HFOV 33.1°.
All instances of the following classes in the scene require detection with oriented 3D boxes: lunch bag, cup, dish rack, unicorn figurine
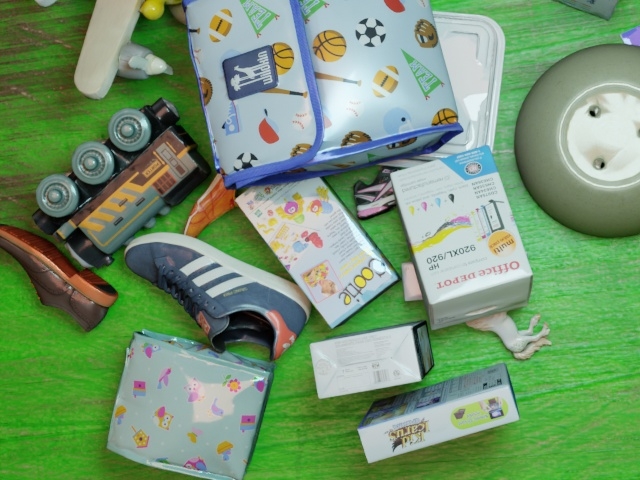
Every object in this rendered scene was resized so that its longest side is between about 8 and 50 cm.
[{"bbox_3d":[-0.232,0.289,1.886,0.262,0.160,0.223,14,92,3],"label":"lunch bag"},{"bbox_3d":[-0.005,-0.269,1.716,0.385,0.239,0.327,-12,84,-9],"label":"lunch bag"},{"bbox_3d":[0.469,-0.165,1.729,0.331,0.237,0.331,1,93,15],"label":"cup"},{"bbox_3d":[0.147,-0.272,1.886,0.333,0.072,0.285,7,89,8],"label":"dish rack"},{"bbox_3d":[0.317,0.139,1.852,0.111,0.060,0.162,-38,85,9],"label":"unicorn figurine"}]

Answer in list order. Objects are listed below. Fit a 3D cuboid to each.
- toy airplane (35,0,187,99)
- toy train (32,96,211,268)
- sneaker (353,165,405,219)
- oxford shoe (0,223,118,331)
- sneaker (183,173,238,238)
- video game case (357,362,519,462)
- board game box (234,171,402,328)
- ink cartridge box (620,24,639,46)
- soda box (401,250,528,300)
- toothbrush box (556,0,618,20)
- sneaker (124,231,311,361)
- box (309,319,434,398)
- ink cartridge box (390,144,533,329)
[{"bbox_3d":[-0.308,-0.464,1.889,0.386,0.272,0.384,-42,45,14],"label":"toy airplane"},{"bbox_3d":[-0.356,-0.100,1.930,0.334,0.142,0.190,-41,93,6],"label":"toy train"},{"bbox_3d":[0.137,-0.101,1.882,0.178,0.072,0.077,-20,84,7],"label":"sneaker"},{"bbox_3d":[-0.505,0.065,1.966,0.271,0.097,0.098,34,100,8],"label":"oxford shoe"},{"bbox_3d":[-0.186,-0.064,1.936,0.067,0.064,0.175,37,97,-2],"label":"sneaker"},{"bbox_3d":[0.197,0.278,1.762,0.244,0.269,0.061,-17,88,8],"label":"video game case"},{"bbox_3d":[0.000,0.000,1.864,0.144,0.142,0.275,-38,83,5],"label":"board game box"},{"bbox_3d":[0.647,-0.308,1.823,0.208,0.045,0.206,-26,85,9],"label":"ink cartridge box"},{"bbox_3d":[0.251,0.062,1.858,0.216,0.074,0.069,-6,87,8],"label":"soda box"},{"bbox_3d":[0.488,-0.532,1.770,0.122,0.206,0.283,22,93,8],"label":"toothbrush box"},{"bbox_3d":[-0.198,0.103,1.873,0.350,0.131,0.148,19,53,9],"label":"sneaker"},{"bbox_3d":[0.091,0.191,1.772,0.169,0.290,0.087,-11,85,10],"label":"box"},{"bbox_3d":[0.228,0.000,1.745,0.171,0.168,0.232,-16,69,3],"label":"ink cartridge box"}]
